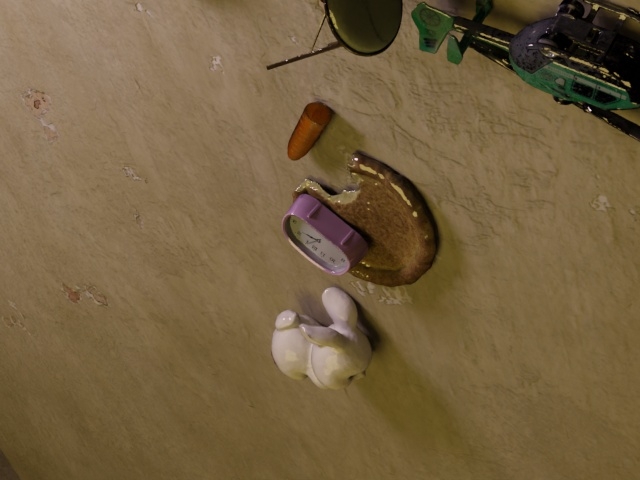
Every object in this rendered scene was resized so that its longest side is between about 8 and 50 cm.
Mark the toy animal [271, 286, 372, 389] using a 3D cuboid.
[{"bbox_3d":[0.000,0.191,2.245,0.193,0.127,0.178,-11,119,52],"label":"toy animal"}]

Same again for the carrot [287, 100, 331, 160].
[{"bbox_3d":[-0.024,-0.173,1.944,0.048,0.048,0.139,40,148,2],"label":"carrot"}]

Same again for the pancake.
[{"bbox_3d":[0.070,-0.033,2.014,0.288,0.033,0.286,21,141,28],"label":"pancake"}]

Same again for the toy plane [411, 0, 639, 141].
[{"bbox_3d":[0.286,-0.235,1.532,0.381,0.106,0.155,23,153,17],"label":"toy plane"}]

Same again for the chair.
[{"bbox_3d":[0.053,-0.326,1.571,0.325,0.159,0.170,-1,109,48],"label":"chair"}]

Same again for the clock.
[{"bbox_3d":[0.000,0.000,2.047,0.152,0.050,0.110,39,145,5],"label":"clock"}]
